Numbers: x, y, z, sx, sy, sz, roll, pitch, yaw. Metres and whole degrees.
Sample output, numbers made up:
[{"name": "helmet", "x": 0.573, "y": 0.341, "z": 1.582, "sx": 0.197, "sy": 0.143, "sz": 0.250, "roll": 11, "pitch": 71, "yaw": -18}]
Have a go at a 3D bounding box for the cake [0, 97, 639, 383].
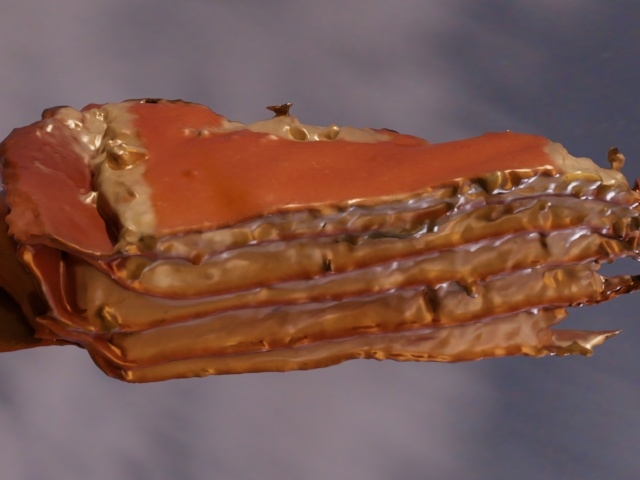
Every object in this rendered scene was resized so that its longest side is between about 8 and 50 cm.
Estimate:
[{"name": "cake", "x": 0.001, "y": -0.006, "z": 0.720, "sx": 0.135, "sy": 0.287, "sz": 0.098, "roll": -99, "pitch": -168, "yaw": -64}]
